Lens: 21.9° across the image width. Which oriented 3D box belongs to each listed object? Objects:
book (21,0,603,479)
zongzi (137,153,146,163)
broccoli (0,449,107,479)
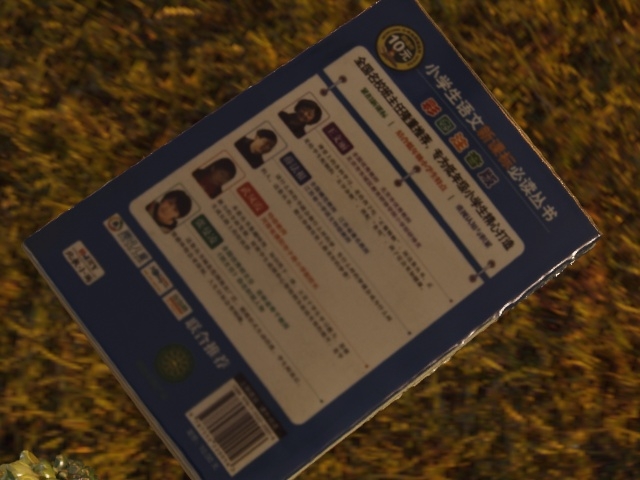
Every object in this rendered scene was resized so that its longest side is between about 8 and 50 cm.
[{"bbox_3d":[0.000,0.000,1.433,0.428,0.039,0.300,-35,84,-19],"label":"book"},{"bbox_3d":[-0.174,-0.044,1.842,0.083,0.073,0.067,38,100,33],"label":"zongzi"},{"bbox_3d":[-0.237,0.265,1.015,0.302,0.249,0.375,27,124,-14],"label":"broccoli"}]
